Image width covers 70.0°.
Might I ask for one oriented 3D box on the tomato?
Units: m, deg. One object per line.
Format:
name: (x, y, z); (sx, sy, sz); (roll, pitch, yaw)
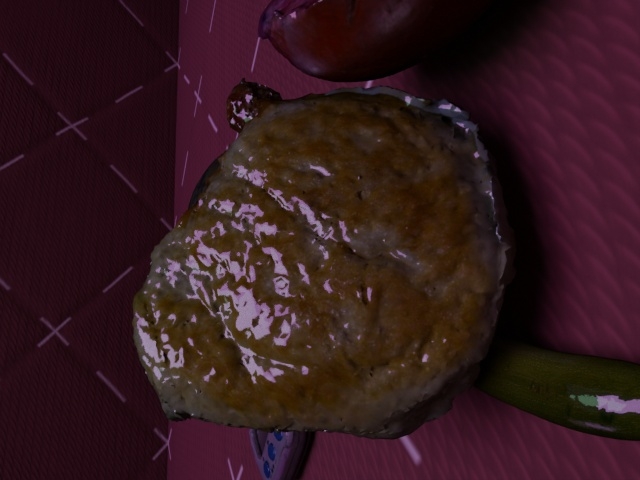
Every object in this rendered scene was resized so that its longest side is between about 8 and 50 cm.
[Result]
tomato: (0.090, -0.286, 0.535); (0.334, 0.176, 0.290); (-29, 33, 20)

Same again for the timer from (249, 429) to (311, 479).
timer: (-0.089, 0.387, 0.956); (0.191, 0.069, 0.209); (50, 130, 53)

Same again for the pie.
pie: (0.005, 0.023, 0.524); (0.180, 0.395, 0.418); (60, -136, -64)

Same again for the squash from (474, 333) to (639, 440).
squash: (0.210, 0.132, 0.432); (0.258, 0.069, 0.069); (-3, 84, 63)

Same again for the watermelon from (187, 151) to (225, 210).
watermelon: (-0.088, 0.003, 0.786); (0.279, 0.278, 0.360); (-42, 55, 52)
